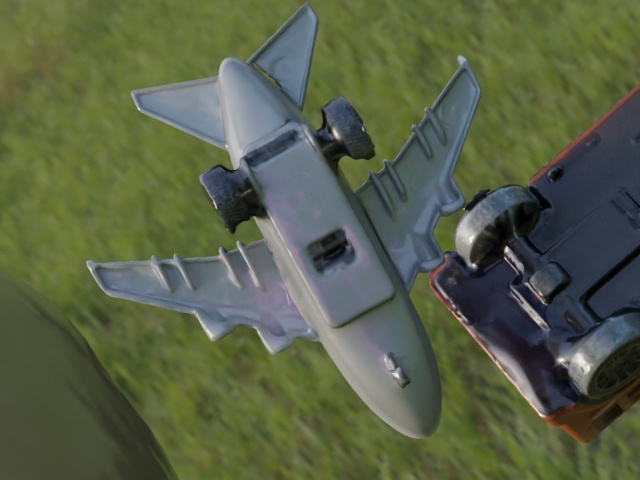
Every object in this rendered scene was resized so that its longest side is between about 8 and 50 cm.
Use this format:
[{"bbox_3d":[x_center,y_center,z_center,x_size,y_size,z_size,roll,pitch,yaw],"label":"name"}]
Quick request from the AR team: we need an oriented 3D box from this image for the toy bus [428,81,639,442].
[{"bbox_3d":[0.240,-0.026,1.100,0.329,0.153,0.143,-42,60,4],"label":"toy bus"}]

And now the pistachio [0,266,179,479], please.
[{"bbox_3d":[-0.191,0.133,0.621,0.281,0.365,0.445,-50,5,-19],"label":"pistachio"}]

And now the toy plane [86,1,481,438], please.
[{"bbox_3d":[0.000,-0.001,0.989,0.251,0.255,0.101,-28,-6,-2],"label":"toy plane"}]
